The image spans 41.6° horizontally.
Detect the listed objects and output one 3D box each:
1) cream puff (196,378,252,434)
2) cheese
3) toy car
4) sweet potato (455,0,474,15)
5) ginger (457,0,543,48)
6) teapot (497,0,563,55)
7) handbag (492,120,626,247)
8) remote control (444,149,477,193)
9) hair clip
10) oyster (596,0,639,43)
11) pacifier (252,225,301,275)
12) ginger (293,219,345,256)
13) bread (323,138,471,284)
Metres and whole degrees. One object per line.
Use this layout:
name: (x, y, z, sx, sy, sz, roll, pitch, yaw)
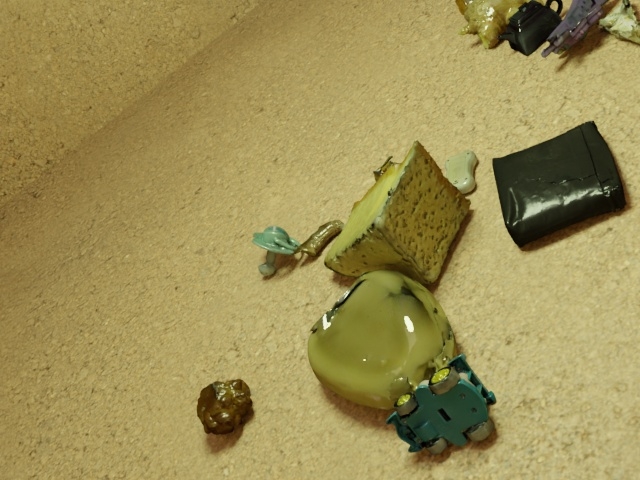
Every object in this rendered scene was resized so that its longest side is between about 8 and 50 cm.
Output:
cream puff: (-0.191, 0.334, 1.698, 0.116, 0.094, 0.122, 9, 79, 55)
cheese: (0.122, 0.187, 1.524, 0.260, 0.128, 0.316, -55, 30, -5)
toy car: (0.197, 0.269, 1.363, 0.161, 0.126, 0.098, -34, 9, 28)
sweet potato: (0.478, -0.649, 2.223, 0.243, 0.077, 0.077, -16, 39, 20)
ginger: (0.446, -0.572, 2.130, 0.216, 0.102, 0.157, -27, 61, 11)
teapot: (0.502, -0.524, 2.016, 0.177, 0.096, 0.087, -38, 32, 3)
handbag: (0.442, -0.117, 1.595, 0.223, 0.080, 0.247, -25, 36, 22)
remote control: (0.301, -0.143, 1.817, 0.074, 0.032, 0.122, -18, 39, 31)
hair clip: (0.587, -0.506, 1.896, 0.278, 0.090, 0.137, -60, 12, -28)
oyster: (0.663, -0.472, 1.844, 0.106, 0.061, 0.200, -41, 23, 42)
pacifier: (-0.108, 0.030, 1.993, 0.150, 0.126, 0.117, -125, 49, -74)
ginger: (-0.003, -0.001, 1.955, 0.137, 0.044, 0.057, -42, 2, -14)
bread: (0.111, -0.062, 1.711, 0.315, 0.279, 0.248, 6, 61, 35)
